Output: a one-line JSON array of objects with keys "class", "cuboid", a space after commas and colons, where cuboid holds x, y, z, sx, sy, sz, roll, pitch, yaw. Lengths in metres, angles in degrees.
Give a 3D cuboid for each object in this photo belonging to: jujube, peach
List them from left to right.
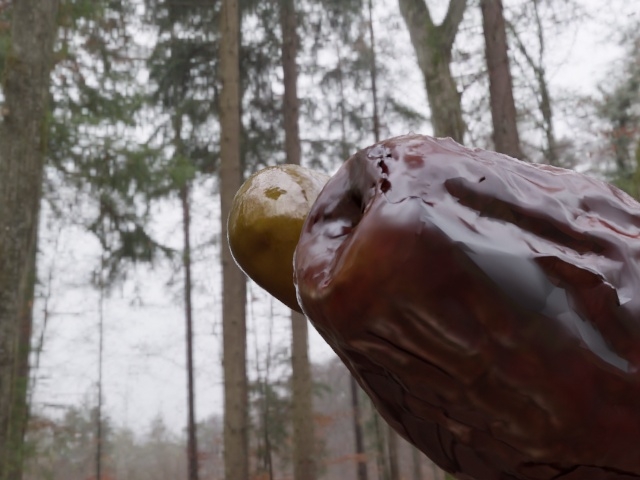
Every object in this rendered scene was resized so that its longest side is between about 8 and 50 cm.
[{"class": "peach", "cuboid": [0.000, 0.000, 1.071, 0.251, 0.251, 0.153, 9, -53, -32]}, {"class": "jujube", "cuboid": [0.124, 0.048, 0.477, 0.290, 0.197, 0.197, 29, -35, -23]}]
